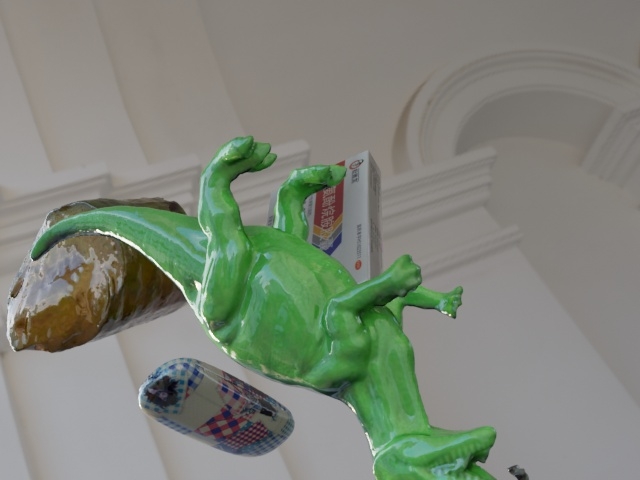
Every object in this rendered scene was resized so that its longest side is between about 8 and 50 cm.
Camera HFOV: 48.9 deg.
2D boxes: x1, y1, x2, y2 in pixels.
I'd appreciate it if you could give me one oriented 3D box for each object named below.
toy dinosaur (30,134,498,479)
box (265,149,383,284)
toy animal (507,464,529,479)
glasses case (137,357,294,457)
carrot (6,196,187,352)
[{"bbox_3d":[-0.088,0.105,0.713,0.500,0.375,0.144,-18,-13,28],"label":"toy dinosaur"},{"bbox_3d":[0.000,0.000,1.202,0.214,0.353,0.069,-22,-53,20],"label":"box"},{"bbox_3d":[0.216,0.419,1.001,0.255,0.170,0.090,-34,-16,9],"label":"toy animal"},{"bbox_3d":[-0.174,0.299,1.227,0.125,0.076,0.327,-40,-48,12],"label":"glasses case"},{"bbox_3d":[-0.371,0.045,1.232,0.340,0.241,0.241,-14,-30,-55],"label":"carrot"}]
